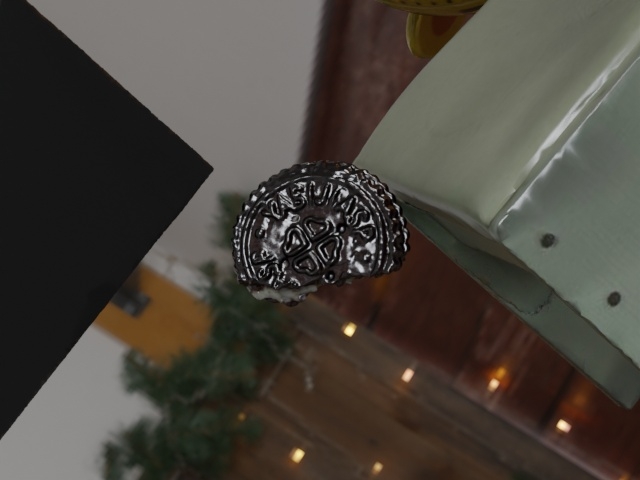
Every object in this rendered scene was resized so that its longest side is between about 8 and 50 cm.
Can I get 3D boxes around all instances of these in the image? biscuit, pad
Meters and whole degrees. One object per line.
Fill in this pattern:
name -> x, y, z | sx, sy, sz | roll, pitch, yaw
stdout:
biscuit -> 0.000, 0.000, 0.756 | 0.087, 0.089, 0.027 | -58, -16, 3
pad -> -0.190, -0.012, 0.841 | 0.245, 0.170, 0.006 | -54, 13, -28

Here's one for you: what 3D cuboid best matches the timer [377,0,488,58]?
timer -> 0.158, -0.404, 1.625 | 0.376, 0.376, 0.387 | -59, -26, 2

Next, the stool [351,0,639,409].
stool -> 0.189, -0.010, 0.848 | 0.170, 0.269, 0.243 | -50, 19, -2
